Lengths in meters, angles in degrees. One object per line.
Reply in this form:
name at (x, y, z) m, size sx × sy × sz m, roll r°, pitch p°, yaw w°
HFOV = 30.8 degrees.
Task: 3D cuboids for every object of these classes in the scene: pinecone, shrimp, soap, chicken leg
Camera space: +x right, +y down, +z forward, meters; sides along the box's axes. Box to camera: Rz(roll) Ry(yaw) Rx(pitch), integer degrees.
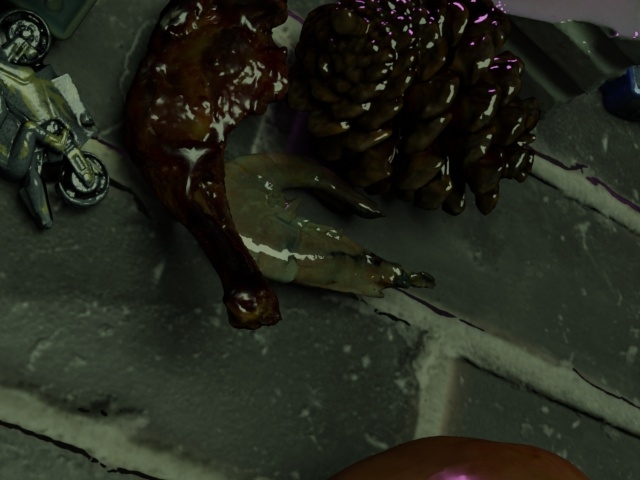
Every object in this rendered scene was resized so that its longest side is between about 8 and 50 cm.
pinecone at (0.100, -0.149, 1.186) m, size 0.309 × 0.244 × 0.244 m, roll 42°, pitch 55°, yaw -38°
shrimp at (-0.002, -0.015, 1.174) m, size 0.254 × 0.059 × 0.145 m, roll 10°, pitch 60°, yaw -23°
soap at (0.202, -0.284, 1.261) m, size 0.302 × 0.258 × 0.159 m, roll 38°, pitch 60°, yaw -14°
chicken leg at (-0.104, -0.094, 1.093) m, size 0.158 × 0.096 × 0.407 m, roll -2°, pitch 59°, yaw -3°

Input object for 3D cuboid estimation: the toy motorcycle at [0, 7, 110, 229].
toy motorcycle at (-0.269, -0.104, 1.034) m, size 0.124 × 0.061 × 0.193 m, roll -26°, pitch 100°, yaw -26°

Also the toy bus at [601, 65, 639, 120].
toy bus at (0.398, -0.270, 1.488) m, size 0.094 × 0.079 × 0.236 m, roll 0°, pitch 74°, yaw -14°

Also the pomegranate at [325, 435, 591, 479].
pomegranate at (0.134, 0.365, 0.955) m, size 0.412 × 0.411 × 0.411 m, roll 10°, pitch 70°, yaw -28°

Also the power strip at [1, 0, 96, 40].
power strip at (-0.311, -0.254, 1.045) m, size 0.216 × 0.061 × 0.145 m, roll 39°, pitch 79°, yaw -33°
